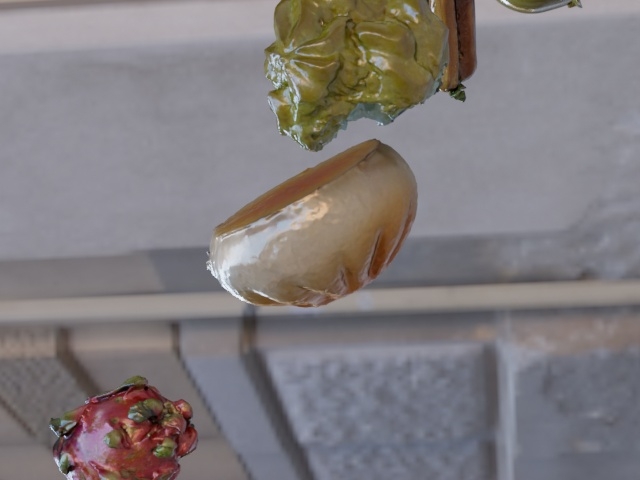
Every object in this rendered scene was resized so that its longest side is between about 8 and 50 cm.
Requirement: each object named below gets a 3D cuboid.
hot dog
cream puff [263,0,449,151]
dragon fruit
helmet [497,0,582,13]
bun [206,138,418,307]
[{"bbox_3d":[0.163,-0.267,1.977,0.072,0.055,0.188,-35,-46,-37],"label":"hot dog"},{"bbox_3d":[0.019,-0.140,1.192,0.156,0.156,0.121,-64,-44,-79],"label":"cream puff"},{"bbox_3d":[-0.235,0.240,1.882,0.166,0.172,0.160,29,-150,-35],"label":"dragon fruit"},{"bbox_3d":[0.296,-0.420,2.314,0.257,0.140,0.205,-50,-61,-79],"label":"helmet"},{"bbox_3d":[0.000,0.000,2.050,0.165,0.299,0.299,61,-171,-7],"label":"bun"}]
